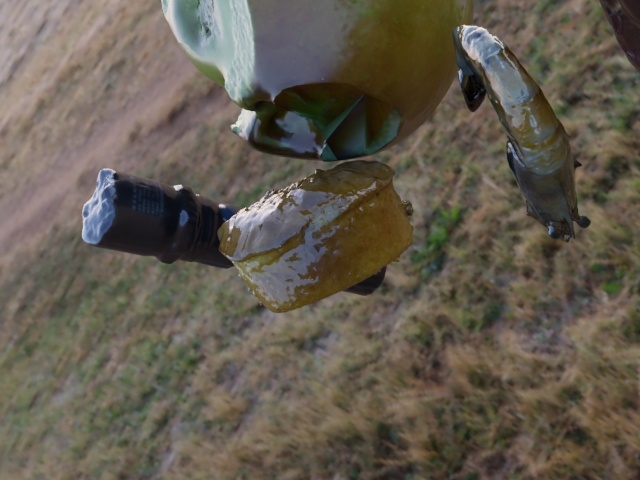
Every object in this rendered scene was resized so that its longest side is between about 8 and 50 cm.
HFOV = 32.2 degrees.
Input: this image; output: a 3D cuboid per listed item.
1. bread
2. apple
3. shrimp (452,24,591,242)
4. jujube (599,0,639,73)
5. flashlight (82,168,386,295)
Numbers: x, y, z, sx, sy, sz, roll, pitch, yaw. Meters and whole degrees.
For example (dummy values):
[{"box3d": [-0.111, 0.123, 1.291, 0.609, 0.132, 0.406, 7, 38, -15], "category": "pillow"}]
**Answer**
[{"box3d": [0.000, 0.000, 1.277, 0.229, 0.143, 0.139, -28, 13, 3], "category": "bread"}, {"box3d": [-0.009, -0.264, 1.320, 0.384, 0.374, 0.374, -8, 48, 22], "category": "apple"}, {"box3d": [0.152, -0.086, 0.867, 0.051, 0.217, 0.150, -32, 46, -2], "category": "shrimp"}, {"box3d": [0.346, -0.239, 0.952, 0.223, 0.318, 0.223, -17, 60, 32], "category": "jujube"}, {"box3d": [-0.095, 0.000, 1.422, 0.103, 0.424, 0.103, -30, 54, 52], "category": "flashlight"}]
